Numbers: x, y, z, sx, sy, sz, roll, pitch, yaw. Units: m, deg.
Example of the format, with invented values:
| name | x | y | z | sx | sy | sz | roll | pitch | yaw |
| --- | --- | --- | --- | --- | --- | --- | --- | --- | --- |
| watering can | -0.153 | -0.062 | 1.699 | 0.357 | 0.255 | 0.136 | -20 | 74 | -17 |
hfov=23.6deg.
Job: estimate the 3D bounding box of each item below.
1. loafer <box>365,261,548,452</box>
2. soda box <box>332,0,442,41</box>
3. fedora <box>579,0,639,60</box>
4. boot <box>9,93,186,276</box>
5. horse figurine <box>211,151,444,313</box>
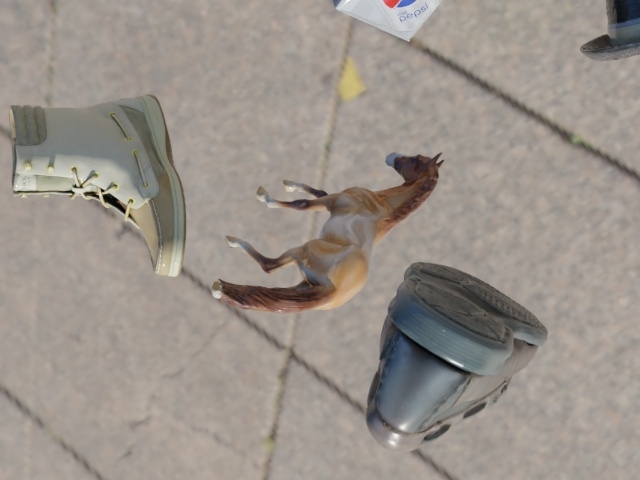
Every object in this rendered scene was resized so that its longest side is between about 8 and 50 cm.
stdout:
| name | x | y | z | sx | sy | sz | roll | pitch | yaw |
| --- | --- | --- | --- | --- | --- | --- | --- | --- | --- |
| loafer | 0.074 | 0.069 | 0.933 | 0.096 | 0.267 | 0.084 | 31 | 97 | 12 |
| soda box | 0.053 | -0.329 | 1.486 | 0.098 | 0.091 | 0.286 | -49 | 35 | 34 |
| fedora | 0.459 | -0.334 | 1.861 | 0.334 | 0.334 | 0.153 | -10 | 102 | 48 |
| boot | -0.227 | -0.052 | 1.547 | 0.077 | 0.165 | 0.213 | 118 | 142 | -54 |
| horse figurine | 0.000 | 0.000 | 1.498 | 0.174 | 0.263 | 0.066 | 9 | 131 | 23 |
